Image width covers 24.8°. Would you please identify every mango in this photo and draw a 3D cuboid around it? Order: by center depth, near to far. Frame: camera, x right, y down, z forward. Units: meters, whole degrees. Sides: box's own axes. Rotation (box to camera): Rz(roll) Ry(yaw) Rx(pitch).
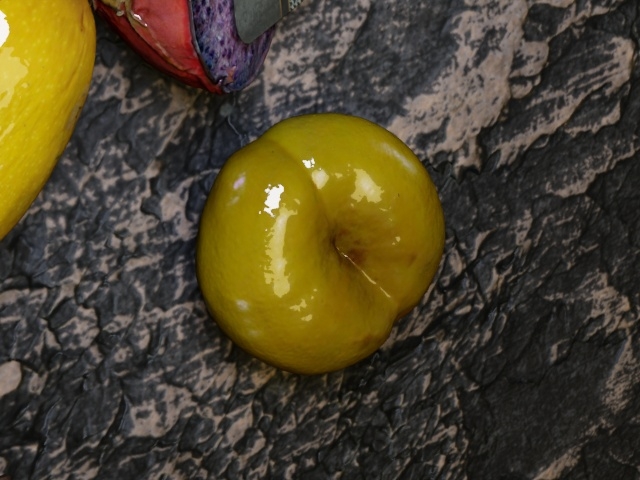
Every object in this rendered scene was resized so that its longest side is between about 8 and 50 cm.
[{"bbox_3d":[-0.305,-0.070,1.105,0.187,0.144,0.359,34,96,-20],"label":"mango"}]

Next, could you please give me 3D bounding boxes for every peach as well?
[{"bbox_3d":[0.000,0.000,1.342,0.251,0.153,0.251,-20,124,-33],"label":"peach"}]

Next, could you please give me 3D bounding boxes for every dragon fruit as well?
[{"bbox_3d":[-0.125,-0.228,1.162,0.218,0.148,0.224,72,29,-51],"label":"dragon fruit"}]

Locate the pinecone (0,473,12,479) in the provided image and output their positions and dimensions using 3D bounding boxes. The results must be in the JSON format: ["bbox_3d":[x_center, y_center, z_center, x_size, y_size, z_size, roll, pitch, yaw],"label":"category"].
[{"bbox_3d":[-0.356,0.281,1.167,0.246,0.246,0.292,28,91,-39],"label":"pinecone"}]

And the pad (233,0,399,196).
[{"bbox_3d":[0.004,-0.199,1.220,0.323,0.055,0.250,67,29,-18],"label":"pad"}]
